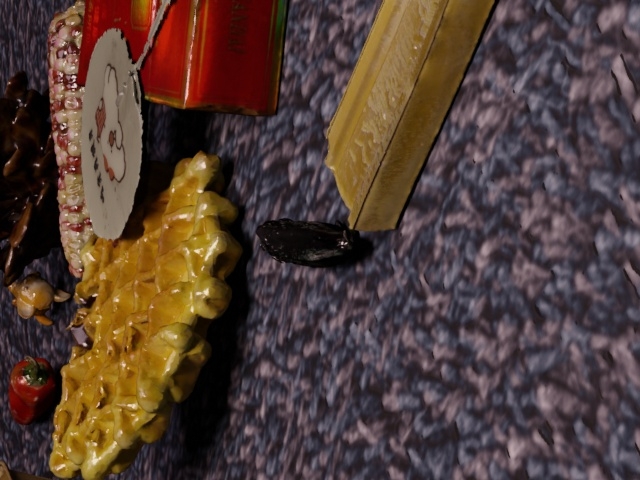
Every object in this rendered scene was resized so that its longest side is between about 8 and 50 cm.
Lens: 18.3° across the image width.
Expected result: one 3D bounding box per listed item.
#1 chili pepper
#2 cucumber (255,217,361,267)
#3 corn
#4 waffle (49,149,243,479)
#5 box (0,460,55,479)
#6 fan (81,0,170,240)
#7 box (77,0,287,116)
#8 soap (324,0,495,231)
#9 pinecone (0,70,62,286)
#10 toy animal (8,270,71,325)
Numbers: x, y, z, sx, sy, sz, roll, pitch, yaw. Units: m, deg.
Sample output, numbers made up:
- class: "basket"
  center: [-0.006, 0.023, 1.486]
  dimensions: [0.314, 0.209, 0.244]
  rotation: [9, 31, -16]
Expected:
- class: "chili pepper"
  center: [-0.311, 0.163, 2.145]
  dimensions: [0.191, 0.050, 0.059]
  rotation: [119, 145, -66]
- class: "cucumber"
  center: [0.000, 0.000, 1.478]
  dimensions: [0.039, 0.043, 0.163]
  rotation: [-47, 21, -17]
- class: "corn"
  center: [-0.219, -0.095, 1.922]
  dimensions: [0.092, 0.092, 0.280]
  rotation: [-178, 88, -66]
- class: "waffle"
  center: [-0.155, 0.062, 1.724]
  dimensions: [0.309, 0.065, 0.283]
  rotation: [-61, 27, 8]
- class: "box"
  center: [-0.305, 0.304, 2.039]
  dimensions: [0.177, 0.111, 0.111]
  rotation: [-129, 48, -58]
- class: "fan"
  center: [-0.166, -0.131, 1.698]
  dimensions: [0.329, 0.009, 0.191]
  rotation: [122, 143, -51]
- class: "box"
  center: [-0.123, -0.218, 1.729]
  dimensions: [0.313, 0.089, 0.197]
  rotation: [-162, 79, -65]
- class: "soap"
  center: [0.062, -0.126, 1.351]
  dimensions: [0.092, 0.037, 0.252]
  rotation: [-110, 32, -45]
- class: "pinecone"
  center: [-0.343, -0.068, 2.077]
  dimensions: [0.202, 0.201, 0.229]
  rotation: [-36, 16, 25]
- class: "toy animal"
  center: [-0.302, 0.067, 2.131]
  dimensions: [0.083, 0.060, 0.081]
  rotation: [31, 139, 61]
